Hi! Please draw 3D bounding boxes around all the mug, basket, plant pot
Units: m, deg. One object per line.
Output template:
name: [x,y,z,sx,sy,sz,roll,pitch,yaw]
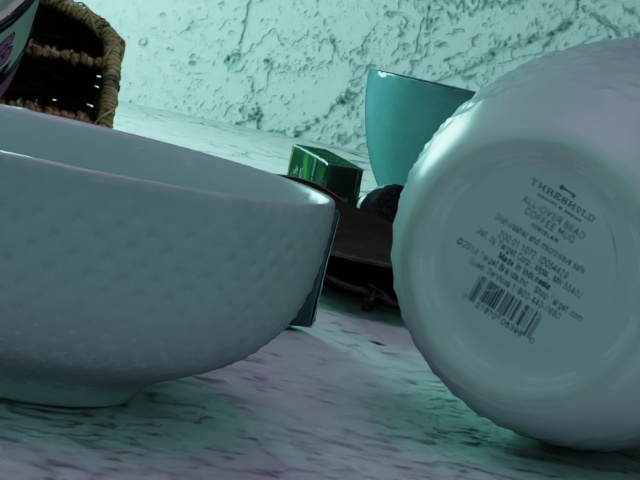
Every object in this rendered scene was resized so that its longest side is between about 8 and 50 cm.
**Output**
mug: [0.227,0.037,1.252,0.374,0.276,0.328,47,23,15]
basket: [-0.363,-0.184,2.045,0.299,0.213,0.223,12,6,-8]
plant pot: [0.184,-0.103,2.546,0.290,0.195,0.290,13,6,-1]

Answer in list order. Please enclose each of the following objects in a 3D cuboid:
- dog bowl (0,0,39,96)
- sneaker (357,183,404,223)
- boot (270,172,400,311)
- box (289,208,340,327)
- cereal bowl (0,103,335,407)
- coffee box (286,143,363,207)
dog bowl: [-0.464,-0.244,1.877,0.408,0.150,0.408,4,45,-4]
sneaker: [0.068,-0.016,2.198,0.097,0.084,0.234,-10,-3,19]
boot: [0.000,0.000,1.719,0.248,0.090,0.207,17,4,1]
box: [-0.146,-0.009,1.454,0.261,0.103,0.184,8,5,-43]
cereal bowl: [-0.170,0.005,1.088,0.339,0.141,0.339,14,6,-2]
coffee box: [-0.004,-0.032,1.920,0.040,0.113,0.184,9,8,-13]
